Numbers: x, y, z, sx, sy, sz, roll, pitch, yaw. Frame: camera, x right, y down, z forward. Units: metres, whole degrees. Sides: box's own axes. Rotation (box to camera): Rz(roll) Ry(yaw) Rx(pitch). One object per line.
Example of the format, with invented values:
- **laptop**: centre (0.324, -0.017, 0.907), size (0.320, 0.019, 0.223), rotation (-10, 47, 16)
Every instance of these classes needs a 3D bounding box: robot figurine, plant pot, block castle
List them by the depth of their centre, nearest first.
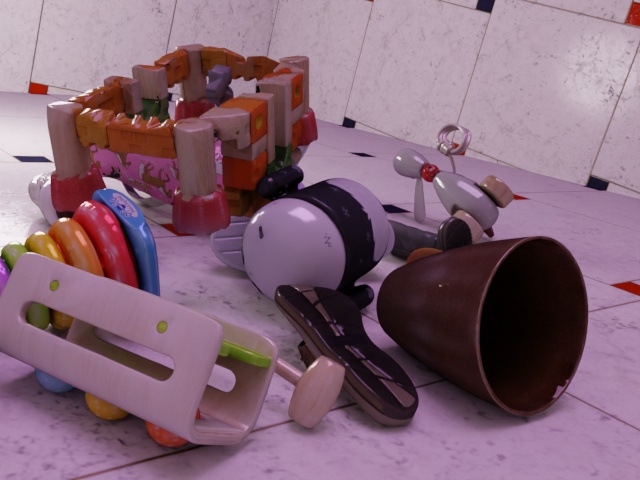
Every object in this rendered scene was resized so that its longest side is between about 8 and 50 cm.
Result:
- **plant pot**: centre (0.188, 0.097, 0.967), size (0.215, 0.215, 0.230), rotation (-3, 4, -38)
- **robot figurine**: centre (-0.003, -0.001, 1.146), size (0.209, 0.173, 0.278), rotation (26, 27, 21)
- **block castle**: centre (-0.203, -0.167, 1.231), size (0.303, 0.213, 0.453), rotation (10, 30, 18)

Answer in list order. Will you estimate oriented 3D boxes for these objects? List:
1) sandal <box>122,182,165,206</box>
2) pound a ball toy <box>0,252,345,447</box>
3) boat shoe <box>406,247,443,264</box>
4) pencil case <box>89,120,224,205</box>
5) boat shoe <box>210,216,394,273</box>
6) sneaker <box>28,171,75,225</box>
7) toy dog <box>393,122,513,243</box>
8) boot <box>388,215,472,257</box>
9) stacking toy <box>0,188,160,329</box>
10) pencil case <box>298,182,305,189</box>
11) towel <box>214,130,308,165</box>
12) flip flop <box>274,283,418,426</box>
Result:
- **sandal**: centre (-0.368, -0.128, 1.650), size (0.416, 0.102, 0.169), rotation (25, 33, 10)
- **pound a ball toy**: centre (-0.161, 0.134, 0.779), size (0.319, 0.135, 0.208), rotation (16, -8, 27)
- **boat shoe**: centre (0.237, 0.077, 1.285), size (0.207, 0.073, 0.073), rotation (31, -11, 47)
- **pencil case**: centre (-0.314, -0.157, 1.490), size (0.386, 0.167, 0.160), rotation (24, -24, 9)
- **boat shoe**: centre (-0.036, 0.010, 1.320), size (0.335, 0.121, 0.119), rotation (2, -6, -19)
- **sneaker**: centre (-0.497, -0.075, 1.372), size (0.123, 0.106, 0.290), rotation (5, 4, -5)
- **toy dog**: centre (0.331, -0.109, 1.813), size (0.220, 0.161, 0.333), rotation (-28, 51, 4)
- **boot**: centre (0.194, -0.007, 1.420), size (0.076, 0.189, 0.208), rotation (-45, 49, -17)
- **stacking toy**: centre (-0.361, 0.057, 0.911), size (0.302, 0.165, 0.175), rotation (-19, 38, -31)
- **pencil case**: centre (-0.069, -0.089, 1.683), size (0.088, 0.086, 0.206), rotation (41, 13, -12)
- **towel**: centre (-0.179, -0.250, 1.903), size (0.284, 0.121, 0.235), rotation (-9, -14, -20)
- **flip flop**: centre (0.019, 0.140, 0.916), size (0.112, 0.080, 0.277), rotation (3, 31, -37)
